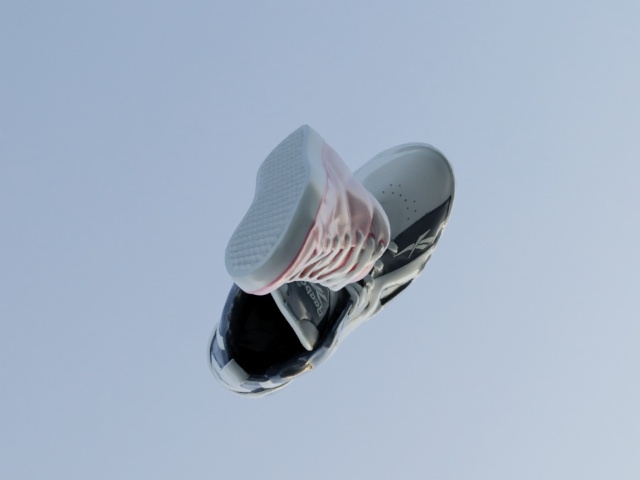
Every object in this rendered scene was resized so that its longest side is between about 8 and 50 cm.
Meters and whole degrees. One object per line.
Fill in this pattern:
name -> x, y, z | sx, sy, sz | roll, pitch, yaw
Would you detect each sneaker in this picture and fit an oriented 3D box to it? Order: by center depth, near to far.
sneaker -> 0.000, 0.000, 0.739 | 0.070, 0.051, 0.134 | 48, -159, -16
sneaker -> 0.009, 0.023, 1.133 | 0.235, 0.153, 0.094 | -39, -89, 2
